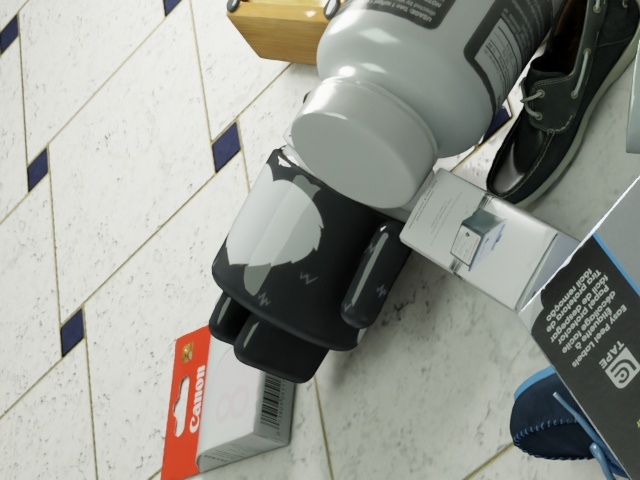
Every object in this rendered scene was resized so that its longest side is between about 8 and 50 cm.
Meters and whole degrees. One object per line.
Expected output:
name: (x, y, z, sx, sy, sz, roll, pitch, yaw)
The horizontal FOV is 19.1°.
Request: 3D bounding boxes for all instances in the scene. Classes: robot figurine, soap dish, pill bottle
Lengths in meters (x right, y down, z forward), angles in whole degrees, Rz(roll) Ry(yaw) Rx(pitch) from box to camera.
robot figurine: (-0.003, -0.001, 1.887, 0.209, 0.173, 0.278, 31, 98, 14)
soap dish: (0.026, -0.307, 2.091, 0.291, 0.118, 0.229, 15, 82, 57)
pill bottle: (0.106, -0.189, 1.771, 0.176, 0.176, 0.318, -6, 44, 52)

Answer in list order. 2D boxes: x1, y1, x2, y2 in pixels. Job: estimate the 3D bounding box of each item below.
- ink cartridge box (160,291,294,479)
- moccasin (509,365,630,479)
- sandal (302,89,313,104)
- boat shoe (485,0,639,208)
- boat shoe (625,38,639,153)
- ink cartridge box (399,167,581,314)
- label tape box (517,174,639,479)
ink cartridge box: (-0.115, 0.153, 2.060, 0.232, 0.066, 0.189, -21, 54, 42)
moccasin: (0.274, 0.144, 1.457, 0.342, 0.138, 0.116, -18, 60, 49)
sandal: (0.059, -0.141, 1.976, 0.219, 0.090, 0.060, -11, 78, 49)
boat shoe: (0.213, -0.137, 1.767, 0.233, 0.079, 0.084, -60, 36, 12)
boat shoe: (0.326, -0.206, 1.646, 0.114, 0.091, 0.302, 75, -155, -71)
ink cartridge box: (0.181, 0.021, 1.655, 0.191, 0.140, 0.082, 31, 94, 56)
label tape box: (0.313, 0.080, 1.273, 0.249, 0.115, 0.347, -50, 38, 17)
